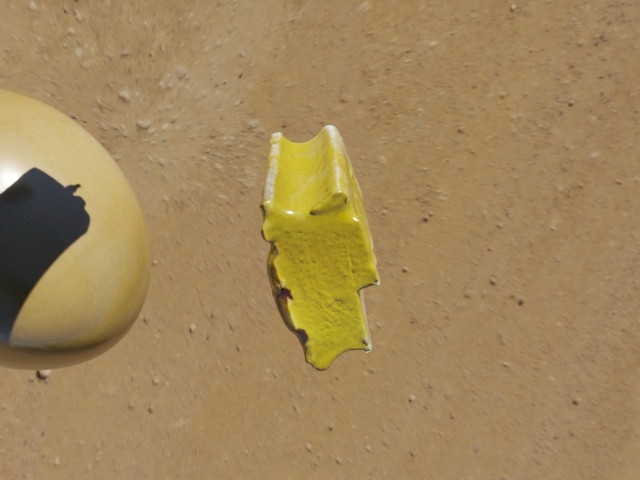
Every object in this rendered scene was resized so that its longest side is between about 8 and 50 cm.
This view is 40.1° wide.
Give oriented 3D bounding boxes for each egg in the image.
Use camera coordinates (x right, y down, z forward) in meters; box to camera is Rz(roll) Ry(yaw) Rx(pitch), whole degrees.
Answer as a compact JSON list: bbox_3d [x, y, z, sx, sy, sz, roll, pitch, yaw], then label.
[{"bbox_3d":[-0.369,-0.013,1.031,0.374,0.301,0.301,34,89,13],"label":"egg"}]

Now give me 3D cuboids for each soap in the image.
[{"bbox_3d":[0.000,0.000,1.222,0.143,0.281,0.259,-13,117,3],"label":"soap"}]
